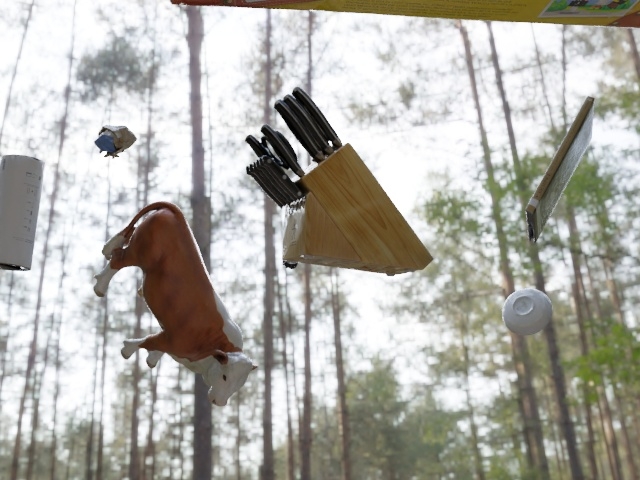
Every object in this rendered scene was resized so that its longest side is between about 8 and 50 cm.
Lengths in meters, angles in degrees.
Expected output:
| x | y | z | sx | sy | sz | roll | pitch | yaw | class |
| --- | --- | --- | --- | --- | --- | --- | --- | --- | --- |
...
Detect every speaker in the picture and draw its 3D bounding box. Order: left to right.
| x | y | z | sx | sy | sz | roll | pitch | yaw | class |
| --- | --- | --- | --- | --- | --- | --- | --- | --- | --- |
| -0.367 | -0.032 | 1.104 | 0.055 | 0.136 | 0.055 | 3 | -12 | 1 | speaker |

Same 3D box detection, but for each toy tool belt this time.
| x | y | z | sx | sy | sz | roll | pitch | yaw | class |
| --- | --- | --- | --- | --- | --- | --- | --- | --- | --- |
| -0.326 | -0.151 | 1.418 | 0.083 | 0.051 | 0.052 | 5 | -34 | 42 | toy tool belt |

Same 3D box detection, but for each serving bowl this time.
| x | y | z | sx | sy | sz | roll | pitch | yaw | class |
| --- | --- | --- | --- | --- | --- | --- | --- | --- | --- |
| 0.335 | 0.112 | 1.498 | 0.083 | 0.083 | 0.027 | -16 | -37 | 22 | serving bowl |

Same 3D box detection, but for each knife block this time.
| x | y | z | sx | sy | sz | roll | pitch | yaw | class |
| --- | --- | --- | --- | --- | --- | --- | --- | --- | --- |
| 0.028 | -0.083 | 1.311 | 0.276 | 0.242 | 0.088 | 8 | -10 | -22 | knife block |

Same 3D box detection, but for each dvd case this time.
| x | y | z | sx | sy | sz | roll | pitch | yaw | class |
| --- | --- | --- | --- | --- | --- | --- | --- | --- | --- |
| 0.405 | -0.115 | 1.546 | 0.018 | 0.221 | 0.164 | 26 | -9 | 21 | dvd case |

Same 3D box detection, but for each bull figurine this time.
| x | y | z | sx | sy | sz | roll | pitch | yaw | class |
| --- | --- | --- | --- | --- | --- | --- | --- | --- | --- |
| -0.215 | 0.101 | 1.347 | 0.189 | 0.310 | 0.101 | -20 | -2 | 22 | bull figurine |

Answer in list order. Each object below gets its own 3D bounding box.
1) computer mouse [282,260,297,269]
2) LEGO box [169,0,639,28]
| x | y | z | sx | sy | sz | roll | pitch | yaw | class |
| --- | --- | --- | --- | --- | --- | --- | --- | --- | --- |
| 0.000 | 0.000 | 1.498 | 0.042 | 0.106 | 0.193 | 20 | -9 | -37 | computer mouse |
| 0.109 | -0.404 | 0.809 | 0.501 | 0.372 | 0.193 | -3 | -15 | -22 | LEGO box |
